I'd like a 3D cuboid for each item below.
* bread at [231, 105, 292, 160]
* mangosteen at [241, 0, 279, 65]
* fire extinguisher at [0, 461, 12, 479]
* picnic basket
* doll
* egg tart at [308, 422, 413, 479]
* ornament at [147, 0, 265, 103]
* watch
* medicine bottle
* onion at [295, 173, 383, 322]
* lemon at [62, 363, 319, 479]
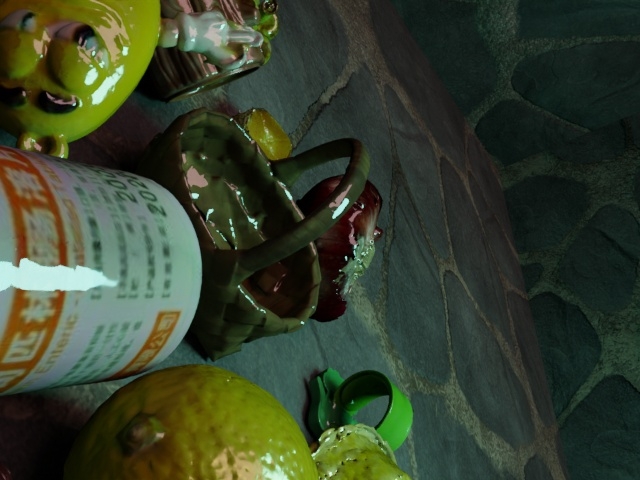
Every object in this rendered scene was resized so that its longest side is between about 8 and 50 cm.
[{"bbox_3d":[-0.115,-0.172,1.364,0.128,0.069,0.140,49,33,-34],"label":"bread"},{"bbox_3d":[-0.139,-0.383,1.359,0.156,0.181,0.146,63,20,-15],"label":"mangosteen"},{"bbox_3d":[-0.315,0.225,0.629,0.056,0.039,0.132,37,21,13],"label":"fire extinguisher"},{"bbox_3d":[-0.070,-0.040,1.040,0.337,0.337,0.293,57,26,-22],"label":"picnic basket"},{"bbox_3d":[-0.278,-0.306,0.931,0.348,0.161,0.423,-23,75,-25],"label":"doll"},{"bbox_3d":[0.066,0.423,1.060,0.345,0.132,0.345,21,64,-52],"label":"egg tart"},{"bbox_3d":[-0.198,-0.343,1.170,0.235,0.221,0.218,-60,130,-76],"label":"ornament"},{"bbox_3d":[0.067,0.272,1.258,0.131,0.152,0.165,47,32,-32],"label":"watch"},{"bbox_3d":[-0.292,0.022,0.631,0.388,0.219,0.219,11,59,-62],"label":"medicine bottle"},{"bbox_3d":[0.000,0.000,1.327,0.272,0.195,0.272,20,90,-84],"label":"onion"},{"bbox_3d":[-0.123,0.252,0.756,0.267,0.267,0.267,46,31,-39],"label":"lemon"}]
